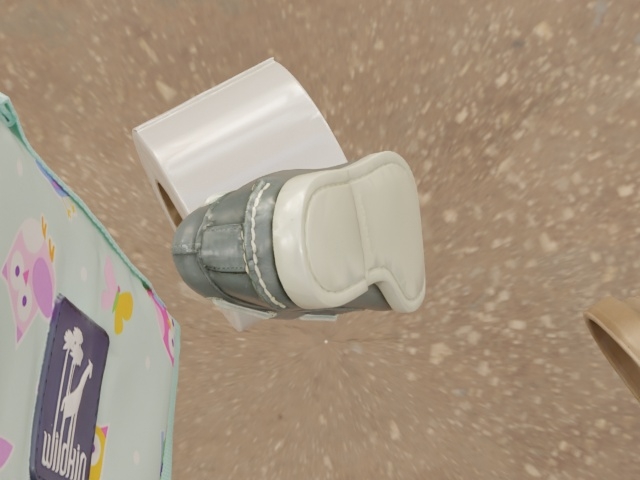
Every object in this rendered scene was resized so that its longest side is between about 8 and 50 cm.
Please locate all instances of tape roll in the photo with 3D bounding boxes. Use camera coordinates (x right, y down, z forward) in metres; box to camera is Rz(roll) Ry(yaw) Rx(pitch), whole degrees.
[{"bbox_3d":[-0.072,-0.047,1.405,0.169,0.246,0.246,-29,86,-10],"label":"tape roll"}]

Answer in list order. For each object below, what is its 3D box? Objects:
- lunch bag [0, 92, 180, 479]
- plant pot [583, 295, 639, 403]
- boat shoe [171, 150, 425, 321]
[{"bbox_3d":[-0.157,0.086,0.422,0.160,0.223,0.262,35,79,25],"label":"lunch bag"},{"bbox_3d":[0.363,0.130,1.239,0.109,0.237,0.237,-37,86,1],"label":"plant pot"},{"bbox_3d":[0.000,0.000,0.914,0.099,0.319,0.116,-7,89,19],"label":"boat shoe"}]
